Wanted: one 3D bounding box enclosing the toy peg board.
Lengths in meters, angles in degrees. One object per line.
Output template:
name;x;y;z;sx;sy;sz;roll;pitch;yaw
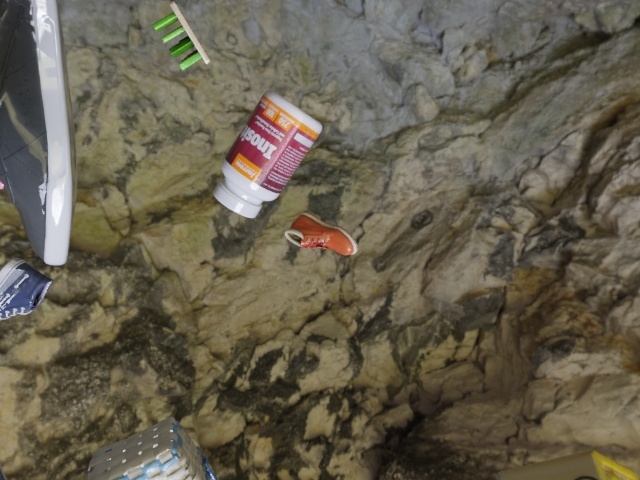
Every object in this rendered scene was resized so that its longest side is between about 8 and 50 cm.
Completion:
toy peg board;-0.375;-0.539;1.184;0.079;0.161;0.160;-31;-149;0

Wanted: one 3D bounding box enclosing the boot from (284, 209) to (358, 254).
boot;0.000;0.000;0.946;0.158;0.059;0.085;27;-134;23

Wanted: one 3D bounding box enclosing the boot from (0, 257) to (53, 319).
boot;-0.638;0.136;0.907;0.086;0.189;0.069;33;-176;-4

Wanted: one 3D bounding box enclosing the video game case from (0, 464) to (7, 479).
video game case;-0.659;0.496;0.824;0.190;0.022;0.173;37;178;30

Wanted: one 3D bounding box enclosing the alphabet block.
alphabet block;0.485;0.527;0.820;0.194;0.197;0.192;31;-139;-29

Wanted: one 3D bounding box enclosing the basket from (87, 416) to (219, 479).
basket;-0.341;0.547;0.944;0.255;0.288;0.201;-20;-167;-16

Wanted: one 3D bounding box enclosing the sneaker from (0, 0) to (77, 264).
sneaker;-0.287;-0.113;0.360;0.147;0.295;0.105;-6;-156;-26

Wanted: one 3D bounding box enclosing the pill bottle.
pill bottle;-0.072;-0.108;0.571;0.086;0.151;0.086;33;-168;-8
